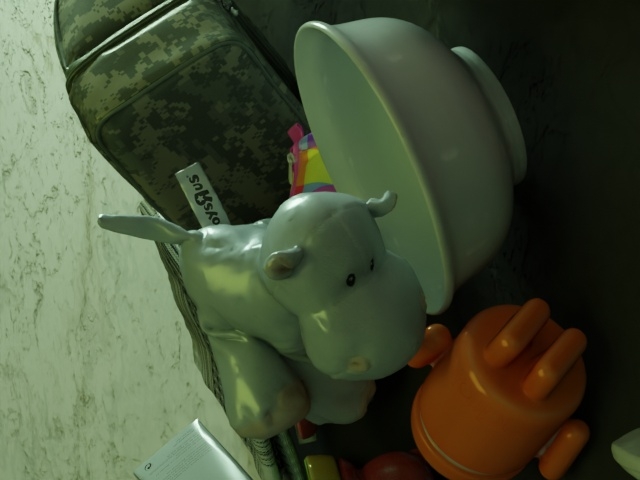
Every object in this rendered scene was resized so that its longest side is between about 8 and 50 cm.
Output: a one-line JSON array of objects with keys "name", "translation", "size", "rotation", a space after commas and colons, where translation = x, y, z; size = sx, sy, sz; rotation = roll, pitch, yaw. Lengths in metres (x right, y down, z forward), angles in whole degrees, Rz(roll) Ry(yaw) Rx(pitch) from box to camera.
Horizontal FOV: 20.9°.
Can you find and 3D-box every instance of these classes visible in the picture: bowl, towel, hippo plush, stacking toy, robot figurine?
[{"name": "bowl", "translation": [0.099, -0.091, 1.611], "size": [0.298, 0.134, 0.298], "rotation": [58, 166, 23]}, {"name": "towel", "translation": [-0.120, 0.140, 2.063], "size": [0.312, 0.056, 0.324], "rotation": [51, 164, 46]}, {"name": "hippo plush", "translation": [0.003, 0.025, 1.587], "size": [0.236, 0.234, 0.294], "rotation": [-27, 94, 53]}, {"name": "stacking toy", "translation": [0.041, 0.213, 1.904], "size": [0.279, 0.130, 0.309], "rotation": [84, 173, -68]}, {"name": "robot figurine", "translation": [0.159, 0.143, 1.589], "size": [0.219, 0.158, 0.128], "rotation": [120, 154, -48]}]

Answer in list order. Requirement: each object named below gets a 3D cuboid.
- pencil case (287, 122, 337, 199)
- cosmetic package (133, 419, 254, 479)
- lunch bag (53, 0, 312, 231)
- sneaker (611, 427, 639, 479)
[{"name": "pencil case", "translation": [0.000, 0.000, 1.800], "size": [0.104, 0.104, 0.236], "rotation": [-36, 44, 59]}, {"name": "cosmetic package", "translation": [-0.010, 0.387, 1.770], "size": [0.377, 0.097, 0.284], "rotation": [56, 172, -35]}, {"name": "lunch bag", "translation": [-0.158, -0.179, 1.945], "size": [0.305, 0.212, 0.256], "rotation": [48, -173, -50]}, {"name": "sneaker", "translation": [0.310, 0.211, 1.380], "size": [0.212, 0.080, 0.094], "rotation": [20, 123, 59]}]
